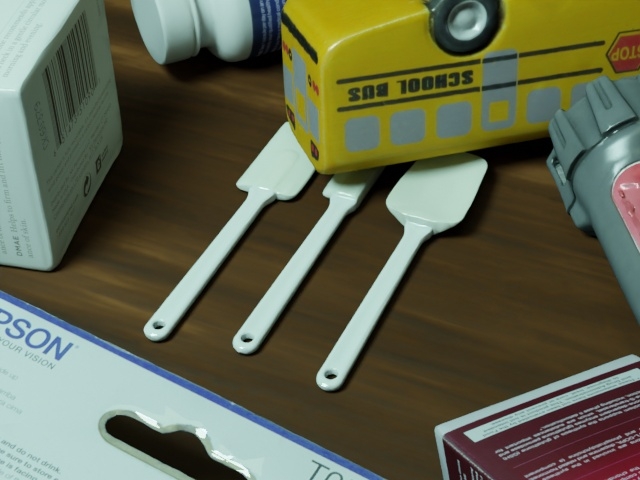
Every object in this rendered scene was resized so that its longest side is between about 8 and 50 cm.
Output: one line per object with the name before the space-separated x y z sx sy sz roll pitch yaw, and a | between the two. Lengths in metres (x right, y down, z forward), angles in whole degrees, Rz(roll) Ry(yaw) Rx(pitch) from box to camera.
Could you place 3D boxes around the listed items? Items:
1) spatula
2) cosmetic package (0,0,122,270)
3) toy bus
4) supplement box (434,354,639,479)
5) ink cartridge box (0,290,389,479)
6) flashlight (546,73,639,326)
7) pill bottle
spatula | 0.000 0.000 0.928 0.168 0.019 0.242 16 44 19
cosmetic package | -0.252 -0.092 0.947 0.184 0.151 0.151 7 41 11
toy bus | 0.145 -0.145 0.987 0.333 0.130 0.108 -10 30 -13
supplement box | 0.165 0.140 0.652 0.130 0.073 0.239 -17 19 -16
ink cartridge box | -0.132 0.201 0.643 0.324 0.071 0.330 24 45 17
flashlight | 0.226 0.006 0.844 0.103 0.103 0.304 -7 42 -4
pill bottle | -0.051 -0.204 1.096 0.187 0.112 0.112 -19 43 -18
